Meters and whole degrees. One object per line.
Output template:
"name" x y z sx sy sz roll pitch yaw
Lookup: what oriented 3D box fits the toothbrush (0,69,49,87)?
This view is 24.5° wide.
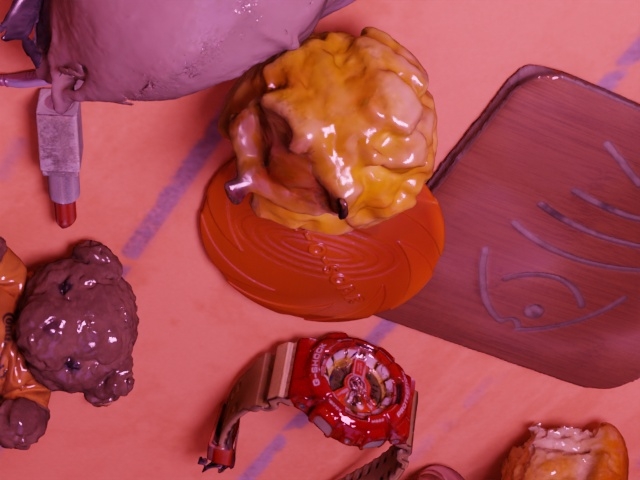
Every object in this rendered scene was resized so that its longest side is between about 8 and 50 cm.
"toothbrush" -0.196 -0.113 1.047 0.193 0.013 0.019 -4 141 2

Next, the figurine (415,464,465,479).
"figurine" 0.087 0.286 1.390 0.157 0.114 0.126 -31 163 19

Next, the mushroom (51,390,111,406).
"mushroom" -0.314 0.150 1.303 0.286 0.028 0.026 -9 177 7

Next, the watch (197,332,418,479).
"watch" -0.020 0.184 1.309 0.165 0.102 0.268 29 136 -19

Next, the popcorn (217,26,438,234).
"popcorn" 0.007 -0.071 1.003 0.148 0.152 0.167 41 143 2

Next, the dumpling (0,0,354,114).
"dumpling" -0.068 -0.180 0.908 0.293 0.204 0.163 -31 99 45

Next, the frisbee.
"frisbee" 0.000 0.000 1.139 0.192 0.035 0.192 3 133 4

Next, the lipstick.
"lipstick" -0.191 -0.055 1.095 0.030 0.030 0.129 2 137 -4

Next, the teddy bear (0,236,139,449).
"teddy bear" -0.237 0.074 1.157 0.190 0.177 0.140 -8 180 6

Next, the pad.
"pad" 0.206 0.006 1.180 0.287 0.018 0.284 20 130 -20

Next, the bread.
"bread" 0.204 0.281 1.310 0.121 0.245 0.174 22 140 2
